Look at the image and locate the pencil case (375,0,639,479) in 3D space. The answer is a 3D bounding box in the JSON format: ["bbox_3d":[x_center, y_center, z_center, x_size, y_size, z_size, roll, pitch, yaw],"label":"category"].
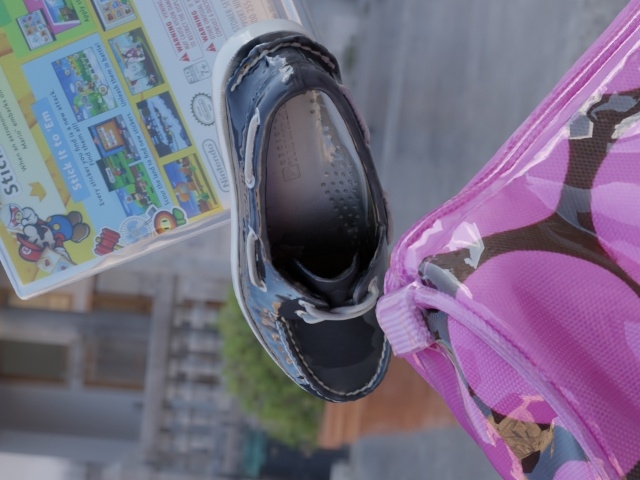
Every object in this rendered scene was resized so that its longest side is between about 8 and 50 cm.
[{"bbox_3d":[0.103,-0.031,0.420,0.209,0.098,0.095,-49,15,-8],"label":"pencil case"}]

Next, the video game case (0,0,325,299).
[{"bbox_3d":[-0.110,-0.105,0.962,0.026,0.206,0.227,-77,-35,-73],"label":"video game case"}]

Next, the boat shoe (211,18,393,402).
[{"bbox_3d":[0.000,0.000,0.512,0.038,0.046,0.125,-124,22,-55],"label":"boat shoe"}]
